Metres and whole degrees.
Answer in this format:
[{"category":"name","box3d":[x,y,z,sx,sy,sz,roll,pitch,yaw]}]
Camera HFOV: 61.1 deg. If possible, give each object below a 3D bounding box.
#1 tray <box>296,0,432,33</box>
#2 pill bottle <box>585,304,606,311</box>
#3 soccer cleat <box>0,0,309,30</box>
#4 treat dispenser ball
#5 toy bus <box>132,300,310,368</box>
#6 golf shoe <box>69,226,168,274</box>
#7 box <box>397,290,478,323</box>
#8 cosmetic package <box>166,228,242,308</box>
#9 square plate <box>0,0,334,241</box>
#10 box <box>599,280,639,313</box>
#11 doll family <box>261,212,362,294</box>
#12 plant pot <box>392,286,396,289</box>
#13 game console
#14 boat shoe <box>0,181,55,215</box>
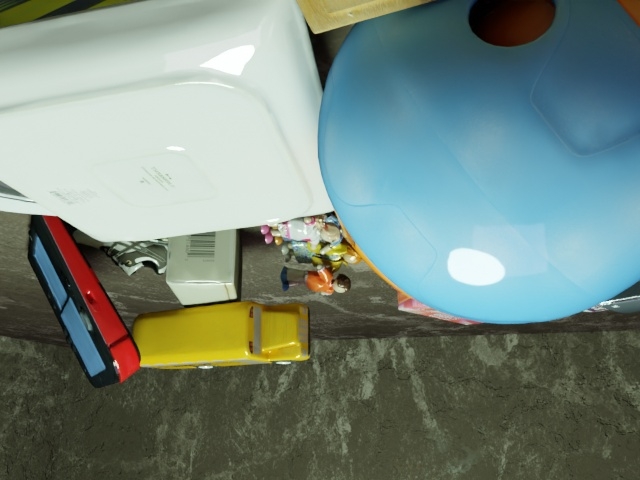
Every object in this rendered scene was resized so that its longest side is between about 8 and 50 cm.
[{"category":"tray","box3d":[0.012,-0.253,0.151,0.202,0.076,0.411,-7,154,22]},{"category":"pill bottle","box3d":[0.539,0.042,1.007,0.169,0.169,0.301,8,161,-25]},{"category":"soccer cleat","box3d":[-0.146,-0.190,0.444,0.289,0.093,0.121,10,139,-25]},{"category":"treat dispenser ball","box3d":[0.141,-0.079,0.429,0.288,0.288,0.288,0,162,0]},{"category":"toy bus","box3d":[-0.188,0.181,1.033,0.332,0.108,0.130,-9,160,24]},{"category":"golf shoe","box3d":[-0.390,0.018,1.060,0.198,0.094,0.077,8,162,-20]},{"category":"box","box3d":[0.318,0.098,1.224,0.154,0.142,0.300,-17,156,40]},{"category":"cosmetic package","box3d":[-0.208,0.041,1.024,0.113,0.160,0.309,1,164,-5]},{"category":"square plate","box3d":[-0.154,-0.075,0.521,0.344,0.049,0.347,-8,158,8]},{"category":"box","box3d":[0.476,-0.010,0.776,0.108,0.207,0.153,15,157,-39]},{"category":"doll family","box3d":[0.000,0.000,1.017,0.163,0.118,0.263,3,145,12]},{"category":"plant pot","box3d":[0.197,-0.014,0.820,0.191,0.174,0.191,0,162,0]},{"category":"game console","box3d":[-0.481,0.126,1.057,0.060,0.342,0.386,-32,-178,-34]},{"category":"boat shoe","box3d":[-0.277,-0.094,0.686,0.306,0.113,0.105,8,142,-27]}]
